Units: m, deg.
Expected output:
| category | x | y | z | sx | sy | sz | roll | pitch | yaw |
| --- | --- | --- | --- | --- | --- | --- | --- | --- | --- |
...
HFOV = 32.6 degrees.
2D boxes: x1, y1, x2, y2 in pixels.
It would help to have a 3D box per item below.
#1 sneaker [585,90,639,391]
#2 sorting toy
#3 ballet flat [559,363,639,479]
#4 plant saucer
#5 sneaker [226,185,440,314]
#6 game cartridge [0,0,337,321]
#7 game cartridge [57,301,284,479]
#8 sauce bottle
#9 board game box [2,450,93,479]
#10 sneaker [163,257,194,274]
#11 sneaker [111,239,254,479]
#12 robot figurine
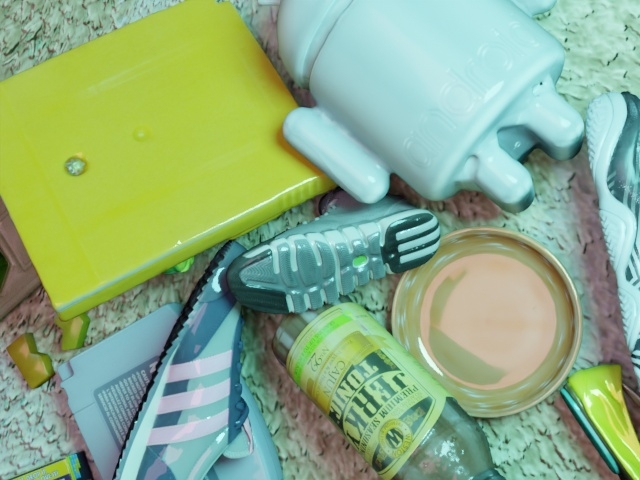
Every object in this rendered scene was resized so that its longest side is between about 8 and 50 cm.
| category | x | y | z | sx | sy | sz | roll | pitch | yaw |
| --- | --- | --- | --- | --- | --- | --- | --- | --- | --- |
| sneaker | 0.383 | 0.019 | 1.020 | 0.210 | 0.137 | 0.366 | -13 | 83 | 20 |
| sorting toy | -0.377 | 0.011 | 1.318 | 0.229 | 0.041 | 0.307 | -38 | 79 | 13 |
| ballet flat | 0.323 | 0.228 | 1.087 | 0.077 | 0.077 | 0.231 | -26 | 80 | -1 |
| plant saucer | 0.175 | 0.084 | 1.149 | 0.199 | 0.037 | 0.200 | 0 | 89 | 16 |
| sneaker | 0.000 | 0.000 | 1.150 | 0.228 | 0.132 | 0.086 | -13 | 121 | -15 |
| game cartridge | -0.186 | -0.102 | 1.169 | 0.323 | 0.053 | 0.285 | -26 | 66 | -12 |
| game cartridge | -0.159 | 0.233 | 1.244 | 0.198 | 0.062 | 0.297 | -28 | 81 | 11 |
| sauce bottle | 0.089 | 0.185 | 1.084 | 0.344 | 0.111 | 0.111 | 42 | 102 | 34 |
| board game box | -0.339 | 0.346 | 1.301 | 0.170 | 0.048 | 0.141 | -22 | 81 | 16 |
| sneaker | -0.248 | -0.058 | 1.236 | 0.123 | 0.109 | 0.295 | -40 | 69 | -10 |
| sneaker | -0.116 | 0.161 | 1.166 | 0.131 | 0.112 | 0.319 | 23 | 95 | -7 |
| robot figurine | 0.099 | -0.181 | 1.089 | 0.353 | 0.200 | 0.300 | 42 | 91 | 13 |
